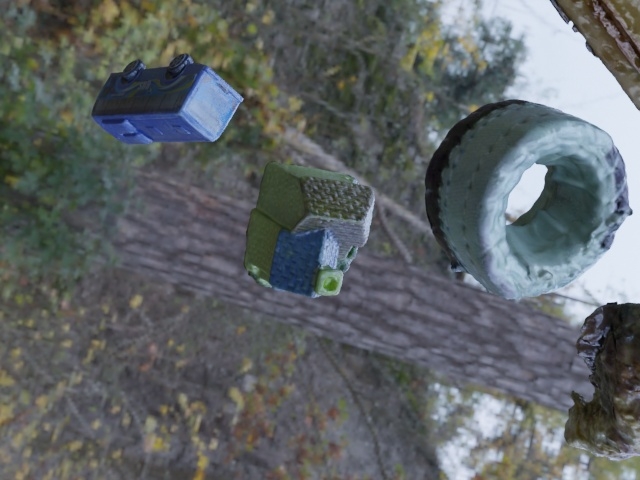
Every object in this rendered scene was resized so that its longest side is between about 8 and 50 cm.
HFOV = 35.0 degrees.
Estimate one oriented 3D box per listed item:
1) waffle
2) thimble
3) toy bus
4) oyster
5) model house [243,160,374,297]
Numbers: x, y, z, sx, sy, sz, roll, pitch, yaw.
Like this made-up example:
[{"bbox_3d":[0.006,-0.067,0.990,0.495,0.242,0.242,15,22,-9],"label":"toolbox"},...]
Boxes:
[{"bbox_3d":[0.403,-0.360,1.313,0.114,0.376,0.261,-18,-144,46],"label":"waffle"},{"bbox_3d":[0.245,-0.048,1.233,0.150,0.237,0.237,42,-63,59],"label":"thimble"},{"bbox_3d":[-0.200,-0.172,1.268,0.236,0.079,0.094,5,-125,49],"label":"toy bus"},{"bbox_3d":[0.411,0.182,1.273,0.100,0.275,0.271,-48,127,-41],"label":"oyster"},{"bbox_3d":[0.000,0.000,1.620,0.189,0.195,0.214,-147,-109,-66],"label":"model house"}]
